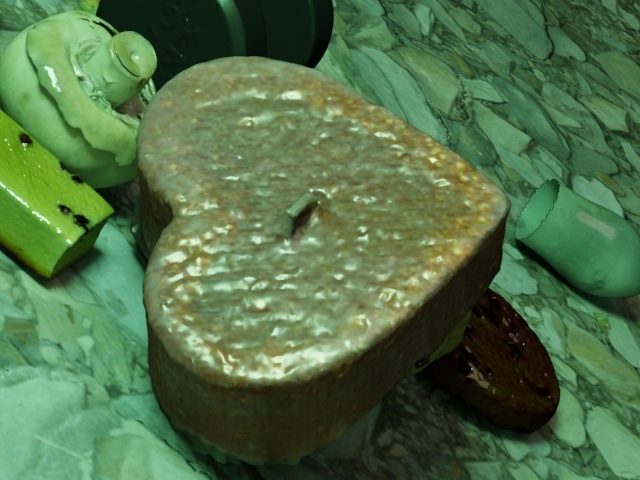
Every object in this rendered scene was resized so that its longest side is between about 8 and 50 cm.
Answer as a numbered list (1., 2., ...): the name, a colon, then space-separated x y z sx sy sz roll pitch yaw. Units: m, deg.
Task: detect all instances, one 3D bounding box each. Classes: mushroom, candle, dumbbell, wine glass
1. mushroom: -0.181 -0.116 1.333 0.154 0.122 0.154 39 32 -31
2. candle: 0.000 0.000 1.236 0.287 0.131 0.317 0 52 -4
3. dumbbell: -0.094 -0.197 1.549 0.152 0.152 0.218 44 26 7
4. wine glass: 0.308 0.018 1.803 0.202 0.093 0.093 33 28 -17

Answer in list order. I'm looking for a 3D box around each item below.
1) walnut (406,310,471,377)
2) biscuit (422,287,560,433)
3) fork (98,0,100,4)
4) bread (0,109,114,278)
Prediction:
1. walnut: 0.044 0.038 1.370 0.166 0.149 0.166 19 22 -8
2. biscuit: 0.141 0.094 1.527 0.192 0.049 0.192 35 30 -23
3. fork: -0.204 -0.210 1.584 0.016 0.012 0.115 23 36 -23
4. bread: -0.261 -0.068 1.252 0.226 0.049 0.088 40 27 1
